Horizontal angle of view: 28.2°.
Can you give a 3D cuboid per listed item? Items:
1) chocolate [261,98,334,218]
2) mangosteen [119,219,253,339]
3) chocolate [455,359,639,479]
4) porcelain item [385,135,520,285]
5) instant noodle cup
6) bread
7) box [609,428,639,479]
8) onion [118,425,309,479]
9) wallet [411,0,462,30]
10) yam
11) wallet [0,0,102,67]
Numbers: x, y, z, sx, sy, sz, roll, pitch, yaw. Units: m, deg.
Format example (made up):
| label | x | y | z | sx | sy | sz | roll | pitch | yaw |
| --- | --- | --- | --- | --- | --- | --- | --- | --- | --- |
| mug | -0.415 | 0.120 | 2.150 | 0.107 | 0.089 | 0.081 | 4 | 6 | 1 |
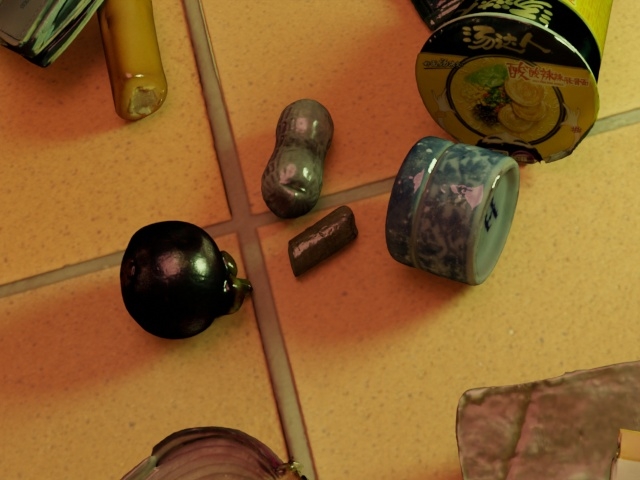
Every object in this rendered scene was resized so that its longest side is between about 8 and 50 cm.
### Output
| label | x | y | z | sx | sy | sz | roll | pitch | yaw |
| --- | --- | --- | --- | --- | --- | --- | --- | --- | --- |
| chocolate | -0.027 | -0.095 | 1.494 | 0.072 | 0.072 | 0.167 | 2 | 57 | 13 |
| mangosteen | -0.145 | 0.046 | 1.404 | 0.151 | 0.137 | 0.137 | 7 | 51 | -25 |
| chocolate | 0.262 | 0.207 | 1.228 | 0.254 | 0.080 | 0.157 | -10 | 72 | 4 |
| porcelain item | 0.140 | -0.034 | 1.372 | 0.114 | 0.147 | 0.147 | 18 | 62 | 21 |
| instant noodle cup | 0.244 | -0.240 | 1.468 | 0.215 | 0.215 | 0.236 | 13 | 51 | 19 |
| bread | -0.245 | -0.260 | 1.639 | 0.074 | 0.092 | 0.239 | -5 | 55 | -15 |
| box | 0.313 | 0.301 | 1.135 | 0.129 | 0.033 | 0.247 | 9 | 75 | 10 |
| onion | -0.130 | 0.347 | 1.173 | 0.349 | 0.159 | 0.267 | -33 | 45 | -2 |
| wallet | 0.169 | -0.388 | 1.663 | 0.160 | 0.055 | 0.236 | -25 | 56 | 2 |
| yam | 0.000 | 0.000 | 1.443 | 0.094 | 0.043 | 0.043 | -32 | 56 | -11 |
| wallet | -0.381 | -0.332 | 1.674 | 0.250 | 0.075 | 0.176 | 31 | 82 | 46 |
